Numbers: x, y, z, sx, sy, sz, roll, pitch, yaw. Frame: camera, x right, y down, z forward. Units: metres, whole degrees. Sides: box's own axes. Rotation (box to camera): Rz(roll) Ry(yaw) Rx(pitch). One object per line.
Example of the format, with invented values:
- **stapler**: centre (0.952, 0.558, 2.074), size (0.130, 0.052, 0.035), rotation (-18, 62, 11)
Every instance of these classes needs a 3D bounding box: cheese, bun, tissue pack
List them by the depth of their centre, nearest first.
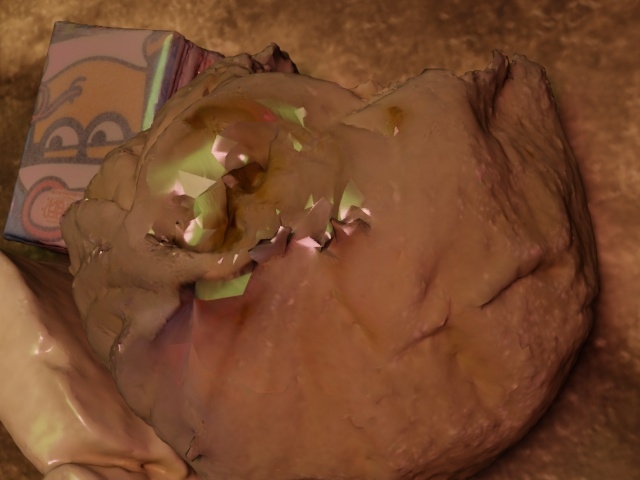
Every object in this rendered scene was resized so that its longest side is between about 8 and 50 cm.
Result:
- **bun**: centre (-0.006, 0.015, 0.638), size (0.281, 0.205, 0.282), rotation (-7, 77, 30)
- **cheese**: centre (-0.202, 0.166, 0.747), size (0.332, 0.153, 0.292), rotation (39, 99, 30)
- **tissue pack**: centre (-0.139, -0.063, 0.818), size (0.115, 0.065, 0.155), rotation (9, 84, 34)
